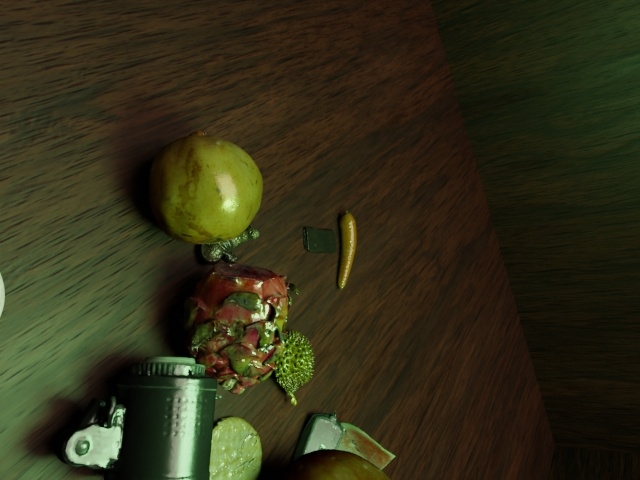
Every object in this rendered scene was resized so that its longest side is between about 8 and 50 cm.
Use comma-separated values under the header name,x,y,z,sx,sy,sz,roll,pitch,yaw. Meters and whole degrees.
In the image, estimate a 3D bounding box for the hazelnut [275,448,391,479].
name,x,y,z,sx,sy,sz,roll,pitch,yaw
hazelnut,0.010,0.741,1.345,0.429,0.402,0.402,-43,118,-32

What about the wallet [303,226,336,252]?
name,x,y,z,sx,sy,sz,roll,pitch,yaw
wallet,0.000,0.000,1.785,0.156,0.018,0.082,3,80,-53

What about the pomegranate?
name,x,y,z,sx,sy,sz,roll,pitch,yaw
pomegranate,-0.260,-0.122,1.260,0.264,0.264,0.265,15,71,-52

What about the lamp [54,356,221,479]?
name,x,y,z,sx,sy,sz,roll,pitch,yaw
lamp,-0.309,0.374,1.128,0.374,0.205,0.272,36,59,-31

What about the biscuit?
name,x,y,z,sx,sy,sz,roll,pitch,yaw
biscuit,-0.221,0.545,1.364,0.219,0.033,0.220,14,72,-51

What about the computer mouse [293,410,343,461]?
name,x,y,z,sx,sy,sz,roll,pitch,yaw
computer mouse,-0.011,0.597,1.597,0.113,0.068,0.229,35,56,-9

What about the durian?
name,x,y,z,sx,sy,sz,roll,pitch,yaw
durian,-0.071,0.358,1.552,0.146,0.102,0.208,12,77,-58

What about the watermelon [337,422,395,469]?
name,x,y,z,sx,sy,sz,roll,pitch,yaw
watermelon,0.106,0.687,1.671,0.260,0.175,0.256,35,58,-63

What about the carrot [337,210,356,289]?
name,x,y,z,sx,sy,sz,roll,pitch,yaw
carrot,0.091,0.033,1.875,0.066,0.062,0.272,63,29,-81

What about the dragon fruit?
name,x,y,z,sx,sy,sz,roll,pitch,yaw
dragon fruit,-0.192,0.205,1.300,0.269,0.250,0.291,-68,164,-80

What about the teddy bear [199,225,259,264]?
name,x,y,z,sx,sy,sz,roll,pitch,yaw
teddy bear,-0.246,0.000,1.412,0.160,0.078,0.119,-42,100,-25

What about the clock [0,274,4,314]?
name,x,y,z,sx,sy,sz,roll,pitch,yaw
clock,-0.621,0.091,0.883,0.196,0.068,0.197,14,72,-51
